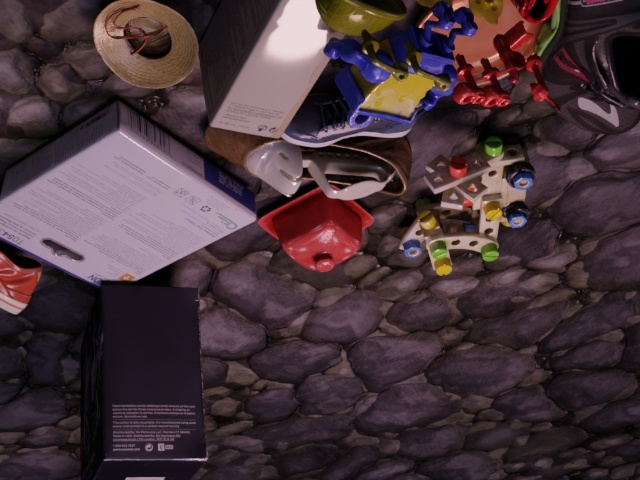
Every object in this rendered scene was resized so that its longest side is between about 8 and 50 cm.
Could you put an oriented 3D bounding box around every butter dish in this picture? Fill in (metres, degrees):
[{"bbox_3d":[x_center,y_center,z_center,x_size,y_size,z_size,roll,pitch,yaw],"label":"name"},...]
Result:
[{"bbox_3d":[0.000,0.000,1.977,0.160,0.118,0.160,-27,141,22],"label":"butter dish"}]

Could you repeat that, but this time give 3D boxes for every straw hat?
[{"bbox_3d":[-0.232,-0.282,1.567,0.145,0.061,0.144,1,130,1],"label":"straw hat"}]

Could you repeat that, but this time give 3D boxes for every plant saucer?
[{"bbox_3d":[0.227,-0.304,1.676,0.200,0.037,0.200,-7,144,-5],"label":"plant saucer"}]

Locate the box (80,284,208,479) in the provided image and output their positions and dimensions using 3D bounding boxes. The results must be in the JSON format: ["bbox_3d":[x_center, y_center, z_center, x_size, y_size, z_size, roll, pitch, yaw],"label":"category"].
[{"bbox_3d":[-0.328,0.286,2.080,0.179,0.312,0.343,3,154,-17],"label":"box"}]

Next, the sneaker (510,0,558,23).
[{"bbox_3d":[0.264,-0.376,1.480,0.087,0.128,0.221,-25,134,5],"label":"sneaker"}]

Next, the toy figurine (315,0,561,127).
[{"bbox_3d":[0.093,-0.193,1.431,0.363,0.191,0.217,2,148,-43],"label":"toy figurine"}]

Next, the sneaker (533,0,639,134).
[{"bbox_3d":[0.413,-0.245,1.612,0.185,0.202,0.483,-24,159,4],"label":"sneaker"}]

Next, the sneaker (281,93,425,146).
[{"bbox_3d":[0.056,-0.203,1.696,0.226,0.086,0.163,-8,168,-19],"label":"sneaker"}]

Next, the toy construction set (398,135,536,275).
[{"bbox_3d":[0.244,-0.070,1.932,0.215,0.151,0.327,-8,156,-3],"label":"toy construction set"}]

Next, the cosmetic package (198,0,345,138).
[{"bbox_3d":[-0.050,-0.295,1.513,0.113,0.160,0.309,9,142,-27],"label":"cosmetic package"}]

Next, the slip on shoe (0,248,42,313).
[{"bbox_3d":[-0.585,0.002,1.857,0.331,0.123,0.101,39,85,-39],"label":"slip on shoe"}]

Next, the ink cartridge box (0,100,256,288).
[{"bbox_3d":[-0.329,-0.057,1.857,0.330,0.071,0.324,-25,143,26],"label":"ink cartridge box"}]

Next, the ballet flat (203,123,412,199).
[{"bbox_3d":[-0.009,-0.121,1.798,0.343,0.124,0.116,7,141,-22],"label":"ballet flat"}]
